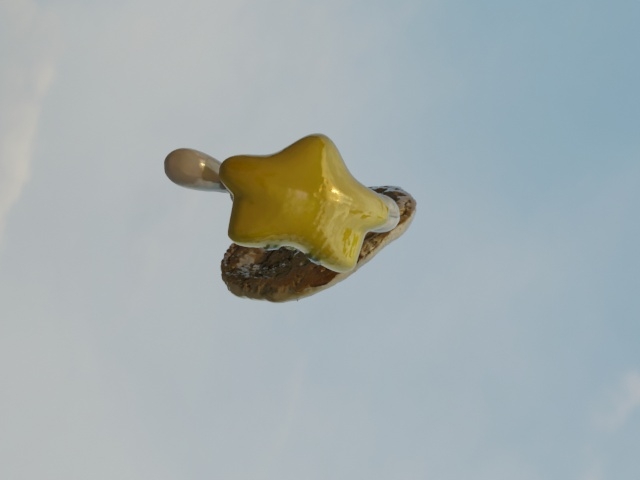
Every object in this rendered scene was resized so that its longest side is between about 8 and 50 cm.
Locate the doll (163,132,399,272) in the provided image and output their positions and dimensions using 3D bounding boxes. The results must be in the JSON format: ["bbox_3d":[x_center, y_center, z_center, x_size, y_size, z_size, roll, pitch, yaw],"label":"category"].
[{"bbox_3d":[-0.024,-0.030,0.919,0.113,0.135,0.071,1,104,-80],"label":"doll"}]

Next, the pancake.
[{"bbox_3d":[0.000,0.000,1.051,0.139,0.022,0.139,-22,-161,8],"label":"pancake"}]
